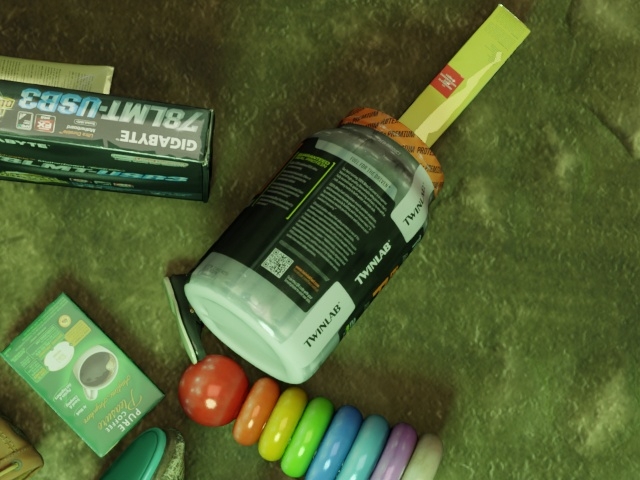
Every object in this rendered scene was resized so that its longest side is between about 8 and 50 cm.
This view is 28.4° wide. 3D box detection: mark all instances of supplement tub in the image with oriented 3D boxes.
[{"bbox_3d":[0.000,0.000,1.536,0.193,0.193,0.316,40,72,0],"label":"supplement tub"}]

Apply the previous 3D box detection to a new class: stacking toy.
[{"bbox_3d":[-0.021,0.234,1.561,0.330,0.141,0.141,27,82,4],"label":"stacking toy"}]

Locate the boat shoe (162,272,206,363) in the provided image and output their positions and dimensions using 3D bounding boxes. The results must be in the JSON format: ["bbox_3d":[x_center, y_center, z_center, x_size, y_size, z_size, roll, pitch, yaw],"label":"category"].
[{"bbox_3d":[-0.162,0.094,1.573,0.042,0.049,0.133,-13,51,-12],"label":"boat shoe"}]

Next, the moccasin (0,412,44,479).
[{"bbox_3d":[-0.492,0.366,1.498,0.147,0.139,0.380,44,72,9],"label":"moccasin"}]

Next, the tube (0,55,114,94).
[{"bbox_3d":[-0.389,-0.196,1.606,0.240,0.062,0.070,9,126,-9],"label":"tube"}]

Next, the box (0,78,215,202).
[{"bbox_3d":[-0.272,-0.112,1.484,0.295,0.293,0.073,7,83,-5],"label":"box"}]

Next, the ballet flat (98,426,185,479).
[{"bbox_3d":[-0.292,0.440,1.508,0.483,0.164,0.182,-46,111,-3],"label":"ballet flat"}]

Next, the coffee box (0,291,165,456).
[{"bbox_3d":[-0.295,0.168,1.578,0.184,0.040,0.113,44,82,1],"label":"coffee box"}]

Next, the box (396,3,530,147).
[{"bbox_3d":[0.172,-0.196,1.642,0.058,0.087,0.232,42,83,0],"label":"box"}]
